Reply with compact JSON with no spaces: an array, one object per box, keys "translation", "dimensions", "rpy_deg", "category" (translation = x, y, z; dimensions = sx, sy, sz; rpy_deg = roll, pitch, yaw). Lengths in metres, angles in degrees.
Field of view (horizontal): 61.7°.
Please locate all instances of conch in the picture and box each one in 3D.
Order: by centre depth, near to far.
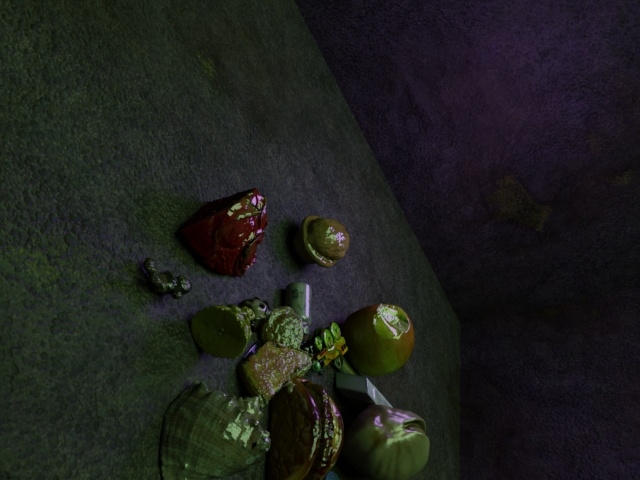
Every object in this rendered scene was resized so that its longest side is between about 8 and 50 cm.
[{"translation":[-0.280,0.537,1.494],"dimensions":[0.297,0.209,0.352],"rpy_deg":[52,28,-8],"category":"conch"}]

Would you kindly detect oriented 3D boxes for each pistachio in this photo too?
[{"translation":[0.274,0.839,2.195],"dimensions":[0.445,0.365,0.282],"rpy_deg":[44,24,-44],"category":"pistachio"}]

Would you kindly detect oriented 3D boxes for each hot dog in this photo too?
[{"translation":[-0.046,0.661,1.839],"dimensions":[0.185,0.222,0.406],"rpy_deg":[44,38,-49],"category":"hot dog"}]

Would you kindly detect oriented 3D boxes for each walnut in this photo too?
[{"translation":[0.000,0.000,2.326],"dimensions":[0.257,0.224,0.257],"rpy_deg":[38,39,-39],"category":"walnut"}]

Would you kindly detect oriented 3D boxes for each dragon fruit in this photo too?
[{"translation":[-0.298,-0.025,1.850],"dimensions":[0.240,0.302,0.330],"rpy_deg":[54,-12,47],"category":"dragon fruit"}]

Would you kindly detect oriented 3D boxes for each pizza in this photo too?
[{"translation":[-0.146,0.439,1.839],"dimensions":[0.189,0.071,0.296],"rpy_deg":[48,44,15],"category":"pizza"}]

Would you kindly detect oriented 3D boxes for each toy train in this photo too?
[{"translation":[0.011,0.445,2.209],"dimensions":[0.296,0.100,0.161],"rpy_deg":[-22,92,-64],"category":"toy train"}]

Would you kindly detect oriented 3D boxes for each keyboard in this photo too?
[{"translation":[-0.226,0.392,1.885],"dimensions":[0.053,0.010,0.155],"rpy_deg":[67,27,-13],"category":"keyboard"}]

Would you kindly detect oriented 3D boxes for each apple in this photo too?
[{"translation":[0.264,0.453,2.442],"dimensions":[0.339,0.339,0.340],"rpy_deg":[41,40,-47],"category":"apple"}]

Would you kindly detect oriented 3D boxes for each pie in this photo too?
[{"translation":[-0.143,0.332,1.961],"dimensions":[0.163,0.079,0.194],"rpy_deg":[28,57,-24],"category":"pie"}]

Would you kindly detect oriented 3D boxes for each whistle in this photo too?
[{"translation":[0.145,0.613,2.422],"dimensions":[0.326,0.057,0.068],"rpy_deg":[53,33,-35],"category":"whistle"}]

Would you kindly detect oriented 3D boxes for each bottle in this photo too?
[{"translation":[-0.089,0.289,2.106],"dimensions":[0.110,0.109,0.234],"rpy_deg":[41,39,-47],"category":"bottle"}]

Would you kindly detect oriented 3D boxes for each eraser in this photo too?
[{"translation":[0.226,0.730,2.373],"dimensions":[0.397,0.213,0.082],"rpy_deg":[53,53,-34],"category":"eraser"}]

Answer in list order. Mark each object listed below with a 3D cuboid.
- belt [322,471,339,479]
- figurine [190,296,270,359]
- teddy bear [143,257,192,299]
[{"translation":[0.029,0.948,1.964],"dimensions":[0.191,0.082,0.141],"rpy_deg":[69,24,-6],"category":"belt"},{"translation":[-0.258,0.254,1.748],"dimensions":[0.315,0.187,0.168],"rpy_deg":[-25,107,-70],"category":"figurine"},{"translation":[-0.449,0.124,1.550],"dimensions":[0.160,0.078,0.119],"rpy_deg":[33,12,-44],"category":"teddy bear"}]
